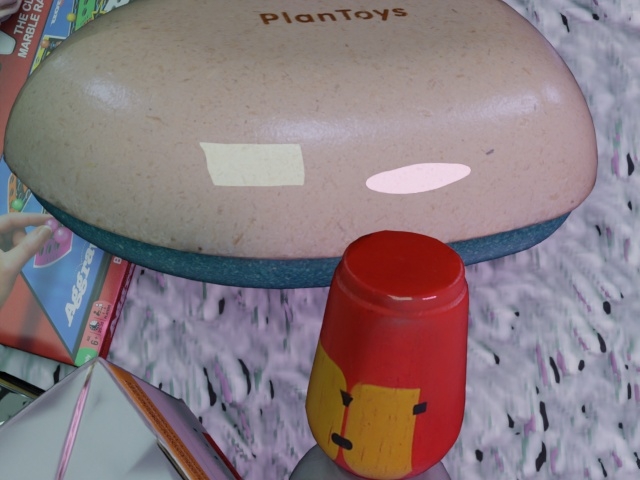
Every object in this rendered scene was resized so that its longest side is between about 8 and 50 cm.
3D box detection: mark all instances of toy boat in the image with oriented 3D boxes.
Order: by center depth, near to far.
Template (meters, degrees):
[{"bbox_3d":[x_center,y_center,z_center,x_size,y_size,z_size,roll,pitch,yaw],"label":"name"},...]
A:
[{"bbox_3d":[0.000,0.000,0.644,0.267,0.318,0.148,-2,124,-9],"label":"toy boat"}]

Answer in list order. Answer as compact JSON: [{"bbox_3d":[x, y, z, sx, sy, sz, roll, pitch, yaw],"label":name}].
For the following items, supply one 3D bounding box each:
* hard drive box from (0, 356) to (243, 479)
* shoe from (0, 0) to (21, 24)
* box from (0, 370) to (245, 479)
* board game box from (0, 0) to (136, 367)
[{"bbox_3d":[-0.046,0.147,0.553,0.089,0.232,0.181,-37,83,-5],"label":"hard drive box"},{"bbox_3d":[-0.161,-0.154,0.731,0.058,0.076,0.219,27,81,11],"label":"shoe"},{"bbox_3d":[-0.069,0.237,0.695,0.322,0.079,0.257,24,84,5],"label":"box"},{"bbox_3d":[-0.139,-0.087,0.773,0.145,0.027,0.281,16,82,5],"label":"board game box"}]
